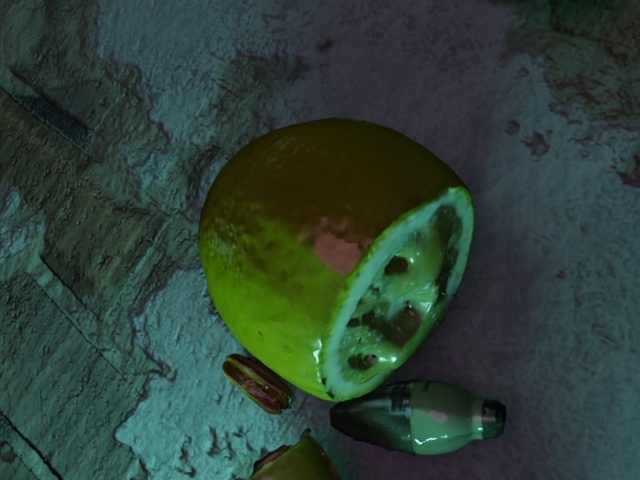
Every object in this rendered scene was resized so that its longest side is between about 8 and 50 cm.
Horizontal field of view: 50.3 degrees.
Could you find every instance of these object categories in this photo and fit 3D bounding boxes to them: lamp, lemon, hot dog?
[{"bbox_3d":[0.126,0.238,0.922,0.249,0.101,0.101,-3,78,24],"label":"lamp"},{"bbox_3d":[0.000,0.000,0.895,0.363,0.364,0.365,-4,77,20],"label":"lemon"},{"bbox_3d":[-0.095,0.216,1.045,0.133,0.041,0.056,36,93,16],"label":"hot dog"}]

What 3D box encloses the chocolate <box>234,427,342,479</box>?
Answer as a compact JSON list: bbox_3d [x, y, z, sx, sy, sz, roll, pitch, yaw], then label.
[{"bbox_3d":[0.049,0.469,0.888,0.162,0.162,0.445,-40,78,9],"label":"chocolate"}]
